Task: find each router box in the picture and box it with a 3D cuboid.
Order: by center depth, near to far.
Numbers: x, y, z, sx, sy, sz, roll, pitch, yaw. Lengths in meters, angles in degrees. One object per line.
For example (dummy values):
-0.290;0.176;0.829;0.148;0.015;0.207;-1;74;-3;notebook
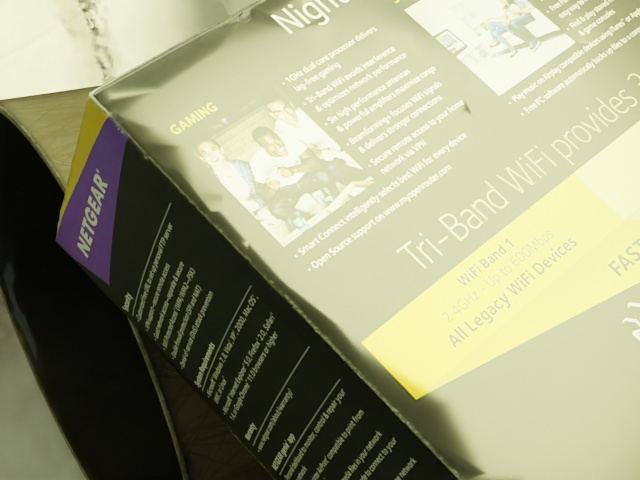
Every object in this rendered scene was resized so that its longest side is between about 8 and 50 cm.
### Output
0.108;-0.010;0.463;0.309;0.081;0.243;-35;73;-34;router box

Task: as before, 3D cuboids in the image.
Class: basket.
0.000;0.000;0.559;0.227;0.154;0.204;-21;64;-26;basket

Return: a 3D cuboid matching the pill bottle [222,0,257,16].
0.046;-0.146;0.632;0.184;0.103;0.103;-12;80;-20;pill bottle
